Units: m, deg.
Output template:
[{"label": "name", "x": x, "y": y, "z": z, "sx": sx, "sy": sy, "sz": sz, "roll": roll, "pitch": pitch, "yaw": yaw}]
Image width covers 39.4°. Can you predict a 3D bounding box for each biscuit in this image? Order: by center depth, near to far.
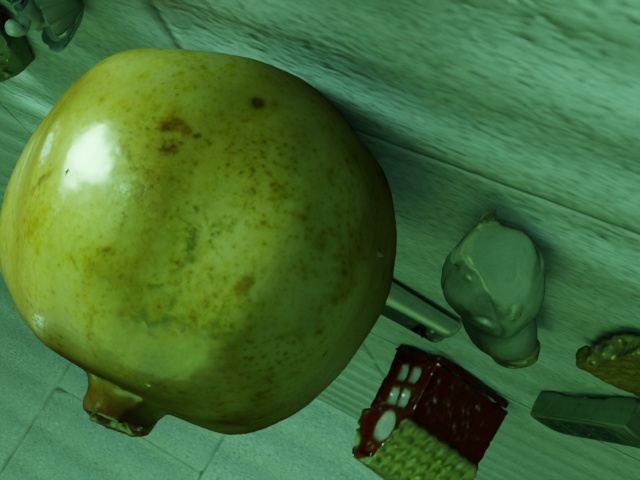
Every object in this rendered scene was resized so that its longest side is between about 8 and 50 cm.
[{"label": "biscuit", "x": 0.389, "y": 0.147, "z": 0.996, "sx": 0.145, "sy": 0.033, "sz": 0.224, "roll": 30, "pitch": 165, "yaw": -2}]

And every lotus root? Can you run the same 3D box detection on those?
[{"label": "lotus root", "x": -0.466, "y": -0.278, "z": 1.205, "sx": 0.143, "sy": 0.070, "sz": 0.144, "roll": 34, "pitch": 164, "yaw": -11}]

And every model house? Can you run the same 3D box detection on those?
[{"label": "model house", "x": 0.181, "y": 0.342, "z": 1.576, "sx": 0.196, "sy": 0.254, "sz": 0.160, "roll": 37, "pitch": 160, "yaw": -21}]

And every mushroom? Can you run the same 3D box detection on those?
[{"label": "mushroom", "x": 0.200, "y": 0.070, "z": 1.011, "sx": 0.109, "sy": 0.097, "sz": 0.351, "roll": 28, "pitch": 168, "yaw": 22}]

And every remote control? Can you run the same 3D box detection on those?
[{"label": "remote control", "x": 0.056, "y": 0.072, "z": 1.339, "sx": 0.313, "sy": 0.055, "sz": 0.109, "roll": 31, "pitch": 164, "yaw": 0}]

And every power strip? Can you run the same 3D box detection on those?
[{"label": "power strip", "x": 0.398, "y": 0.259, "z": 1.302, "sx": 0.080, "sy": 0.048, "sz": 0.286, "roll": 36, "pitch": 165, "yaw": -13}]

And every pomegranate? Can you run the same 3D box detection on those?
[{"label": "pomegranate", "x": -0.117, "y": 0.016, "z": 0.898, "sx": 0.417, "sy": 0.416, "sz": 0.416, "roll": 29, "pitch": 164, "yaw": 9}]

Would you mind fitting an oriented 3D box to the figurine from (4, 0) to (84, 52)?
[{"label": "figurine", "x": -0.303, "y": -0.256, "z": 0.970, "sx": 0.082, "sy": 0.094, "sz": 0.086, "roll": -22, "pitch": 170, "yaw": 24}]
